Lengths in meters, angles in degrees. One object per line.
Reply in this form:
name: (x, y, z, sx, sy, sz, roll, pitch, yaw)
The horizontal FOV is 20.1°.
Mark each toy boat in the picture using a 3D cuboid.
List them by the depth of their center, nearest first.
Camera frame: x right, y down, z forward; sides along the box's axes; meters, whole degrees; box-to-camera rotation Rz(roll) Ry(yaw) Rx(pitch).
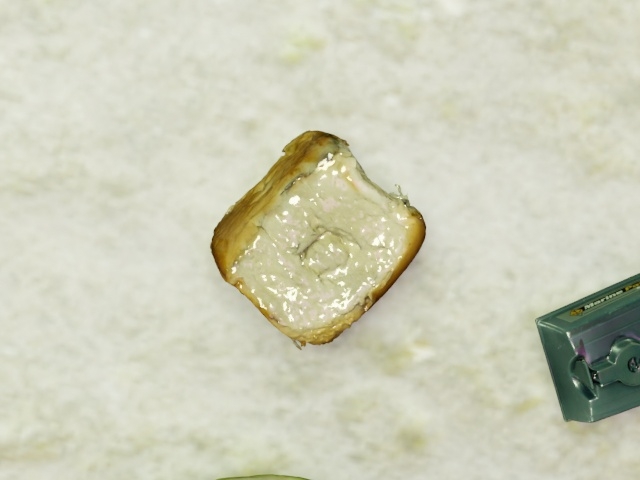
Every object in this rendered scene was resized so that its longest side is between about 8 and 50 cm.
toy boat: (0.170, 0.036, 0.838, 0.141, 0.060, 0.055, -21, 105, -13)

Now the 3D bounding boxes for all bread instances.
bread: (0.002, 0.002, 0.789, 0.076, 0.070, 0.083, 43, 94, -15)

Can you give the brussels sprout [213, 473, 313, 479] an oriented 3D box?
brussels sprout: (-0.028, 0.170, 0.810, 0.181, 0.100, 0.139, 33, 84, -15)
